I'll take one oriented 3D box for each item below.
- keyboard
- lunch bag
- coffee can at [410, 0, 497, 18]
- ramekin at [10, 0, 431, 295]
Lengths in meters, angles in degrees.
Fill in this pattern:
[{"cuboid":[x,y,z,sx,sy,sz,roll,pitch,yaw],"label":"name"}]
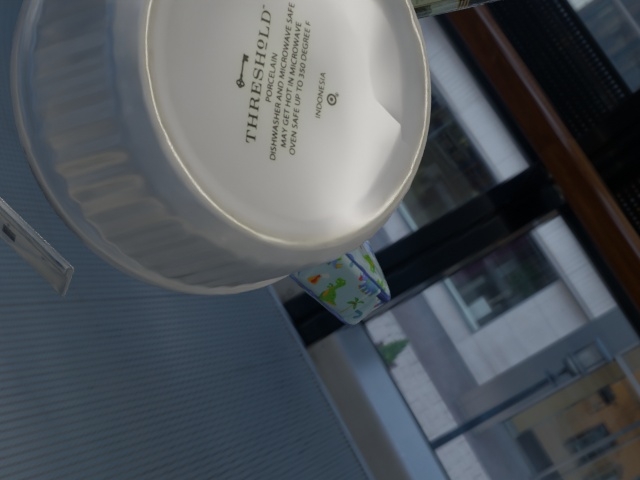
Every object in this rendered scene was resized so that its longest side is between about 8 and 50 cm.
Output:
[{"cuboid":[-0.471,-0.019,1.262,0.256,0.072,0.014,42,48,10],"label":"keyboard"},{"cuboid":[0.000,0.000,1.137,0.219,0.090,0.176,44,15,-41],"label":"lunch bag"},{"cuboid":[0.136,-0.378,1.011,0.201,0.275,0.202,-12,90,-88],"label":"coffee can"},{"cuboid":[-0.046,-0.098,0.537,0.272,0.127,0.273,1,88,-38],"label":"ramekin"}]
